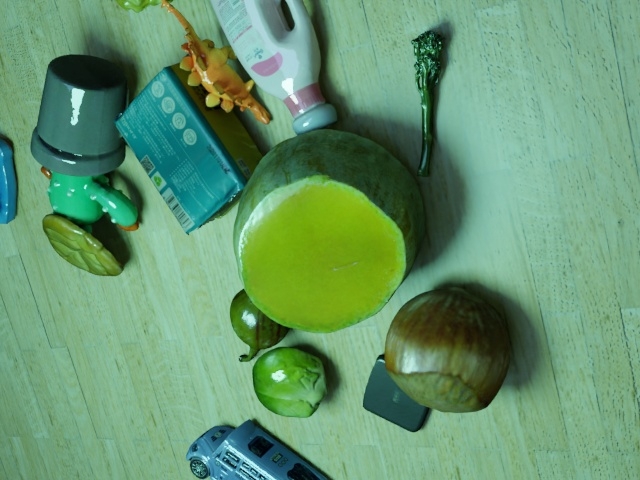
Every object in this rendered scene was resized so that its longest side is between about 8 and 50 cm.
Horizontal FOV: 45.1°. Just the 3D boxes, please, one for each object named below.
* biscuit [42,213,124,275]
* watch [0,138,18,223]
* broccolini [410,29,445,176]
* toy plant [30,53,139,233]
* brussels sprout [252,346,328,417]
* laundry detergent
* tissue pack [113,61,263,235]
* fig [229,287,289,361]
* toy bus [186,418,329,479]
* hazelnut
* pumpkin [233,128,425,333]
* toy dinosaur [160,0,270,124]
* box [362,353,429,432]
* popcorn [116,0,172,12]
[{"bbox_3d":[-0.528,0.020,1.685,0.203,0.041,0.260,39,155,-21],"label":"biscuit"},{"bbox_3d":[-0.882,-0.132,1.764,0.305,0.274,0.241,12,112,22],"label":"watch"},{"bbox_3d":[0.169,-0.219,1.252,0.051,0.054,0.239,-142,47,-57],"label":"broccolini"},{"bbox_3d":[-0.486,-0.166,1.581,0.279,0.185,0.400,20,126,1],"label":"toy plant"},{"bbox_3d":[-0.061,0.271,1.509,0.155,0.117,0.155,1,118,1],"label":"brussels sprout"},{"bbox_3d":[-0.074,-0.339,1.330,0.159,0.088,0.335,-26,93,34],"label":"laundry detergent"},{"bbox_3d":[-0.236,-0.177,1.450,0.192,0.134,0.271,-34,88,33],"label":"tissue pack"},{"bbox_3d":[-0.132,0.186,1.531,0.124,0.124,0.236,36,132,16],"label":"fig"},{"bbox_3d":[-0.133,0.479,1.615,0.292,0.125,0.133,32,118,17],"label":"toy bus"},{"bbox_3d":[0.211,0.180,1.290,0.214,0.176,0.214,0,85,-1],"label":"hazelnut"},{"bbox_3d":[0.002,0.005,1.273,0.332,0.199,0.332,5,119,9],"label":"pumpkin"},{"bbox_3d":[-0.194,-0.304,1.365,0.070,0.117,0.288,-27,116,39],"label":"toy dinosaur"},{"bbox_3d":[0.148,0.288,1.447,0.125,0.027,0.126,23,115,20],"label":"box"},{"bbox_3d":[-0.320,-0.510,1.386,0.197,0.155,0.197,2,98,11],"label":"popcorn"}]
